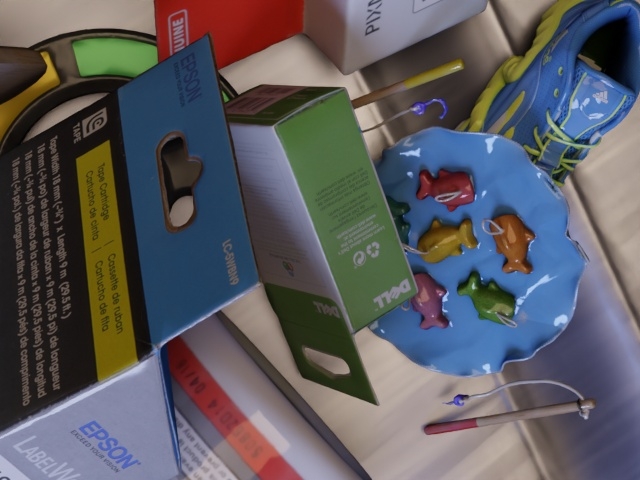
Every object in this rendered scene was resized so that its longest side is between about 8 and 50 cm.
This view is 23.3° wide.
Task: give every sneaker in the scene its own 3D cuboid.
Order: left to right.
[{"bbox_3d":[0.150,-0.078,1.078,0.091,0.126,0.240,28,89,-6],"label":"sneaker"}]

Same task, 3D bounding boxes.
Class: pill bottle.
[{"bbox_3d":[-0.152,0.223,1.018,0.363,0.210,0.210,-42,95,-2],"label":"pill bottle"}]

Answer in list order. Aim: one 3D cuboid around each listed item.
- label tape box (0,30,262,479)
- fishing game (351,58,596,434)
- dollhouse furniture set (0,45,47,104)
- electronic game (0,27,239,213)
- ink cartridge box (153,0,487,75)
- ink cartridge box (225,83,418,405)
[{"bbox_3d":[-0.169,0.052,0.941,0.334,0.240,0.106,-27,132,12],"label":"label tape box"},{"bbox_3d":[0.092,0.013,1.073,0.189,0.041,0.264,-13,101,31],"label":"fishing game"},{"bbox_3d":[-0.268,-0.262,1.008,0.394,0.256,0.362,-30,88,15],"label":"dollhouse furniture set"},{"bbox_3d":[-0.149,-0.035,1.090,0.229,0.048,0.229,0,92,-5],"label":"electronic game"},{"bbox_3d":[0.010,-0.216,0.970,0.239,0.275,0.060,-28,57,-23],"label":"ink cartridge box"},{"bbox_3d":[0.000,0.000,1.054,0.062,0.109,0.209,-30,111,-25],"label":"ink cartridge box"}]
